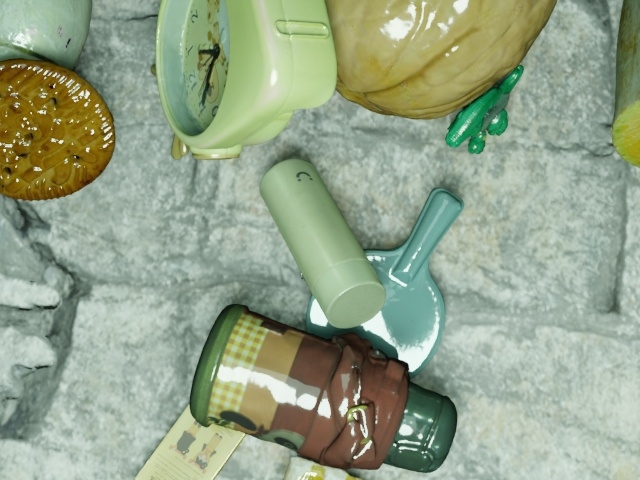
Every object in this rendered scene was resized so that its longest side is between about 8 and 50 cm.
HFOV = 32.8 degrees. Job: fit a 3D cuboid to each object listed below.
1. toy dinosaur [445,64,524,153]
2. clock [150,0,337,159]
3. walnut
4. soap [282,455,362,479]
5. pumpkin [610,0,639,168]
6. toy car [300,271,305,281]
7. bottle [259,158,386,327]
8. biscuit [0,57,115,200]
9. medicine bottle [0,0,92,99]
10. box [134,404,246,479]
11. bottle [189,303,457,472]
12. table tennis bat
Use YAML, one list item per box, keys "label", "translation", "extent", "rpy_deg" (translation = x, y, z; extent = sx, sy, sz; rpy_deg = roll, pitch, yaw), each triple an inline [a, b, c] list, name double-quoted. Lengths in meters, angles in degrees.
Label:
- label: "toy dinosaur"
  translation: [0.189, -0.150, 1.245]
  extent: [0.059, 0.096, 0.132]
  rpy_deg: [40, 83, 8]
- label: "clock"
  translation: [-0.103, -0.204, 1.181]
  extent: [0.096, 0.308, 0.235]
  rpy_deg: [-4, 73, -32]
- label: "walnut"
  translation: [0.124, -0.283, 1.188]
  extent: [0.252, 0.277, 0.313]
  rpy_deg: [36, 82, -2]
- label: "soap"
  translation: [-0.002, 0.357, 1.138]
  extent: [0.140, 0.073, 0.232]
  rpy_deg: [18, 77, 4]
- label: "pumpkin"
  translation: [0.476, -0.199, 1.140]
  extent: [0.332, 0.332, 0.199]
  rpy_deg: [6, 72, 2]
- label: "toy car"
  translation: [0.023, 0.045, 1.236]
  extent: [0.093, 0.025, 0.041]
  rpy_deg: [26, 89, -5]
- label: "bottle"
  translation: [0.000, 0.000, 1.183]
  extent: [0.072, 0.072, 0.201]
  rpy_deg: [-26, 51, -5]
- label: "biscuit"
  translation: [-0.322, -0.119, 1.212]
  extent: [0.187, 0.188, 0.027]
  rpy_deg: [-8, 41, -1]
- label: "medicine bottle"
  translation: [-0.345, -0.237, 1.249]
  extent: [0.147, 0.147, 0.143]
  rpy_deg: [10, 80, 3]
- label: "box"
  translation: [-0.135, 0.228, 1.198]
  extent: [0.073, 0.020, 0.149]
  rpy_deg: [36, 79, 8]
- label: "bottle"
  translation: [0.008, 0.164, 1.127]
  extent: [0.271, 0.143, 0.156]
  rpy_deg: [18, 37, 5]
- label: "table tennis bat"
  translation: [0.083, 0.051, 1.211]
  extent: [0.152, 0.040, 0.244]
  rpy_deg: [31, 91, -1]
